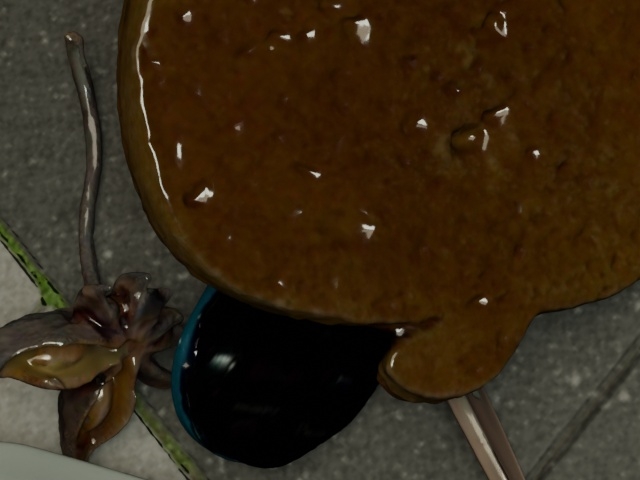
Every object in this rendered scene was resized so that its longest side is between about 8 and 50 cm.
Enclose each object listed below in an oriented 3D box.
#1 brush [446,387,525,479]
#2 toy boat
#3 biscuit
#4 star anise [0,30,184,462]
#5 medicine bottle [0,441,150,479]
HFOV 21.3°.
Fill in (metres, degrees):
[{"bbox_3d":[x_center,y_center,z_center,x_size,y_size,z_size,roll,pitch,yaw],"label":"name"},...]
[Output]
[{"bbox_3d":[0.123,0.208,1.003,0.067,0.072,0.313,-31,67,15],"label":"brush"},{"bbox_3d":[0.000,0.000,1.083,0.299,0.134,0.092,-57,33,-7],"label":"toy boat"},{"bbox_3d":[0.068,-0.079,1.007,0.394,0.070,0.351,5,90,-24],"label":"biscuit"},{"bbox_3d":[-0.173,0.005,1.118,0.227,0.148,0.219,51,123,47],"label":"star anise"},{"bbox_3d":[-0.096,0.240,1.003,0.324,0.124,0.179,13,64,17],"label":"medicine bottle"}]
